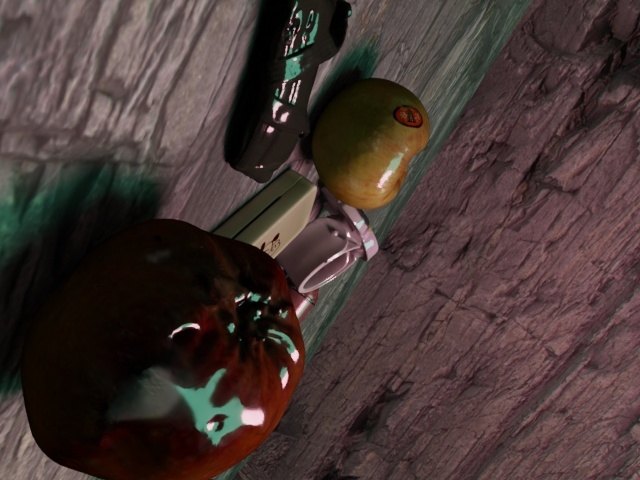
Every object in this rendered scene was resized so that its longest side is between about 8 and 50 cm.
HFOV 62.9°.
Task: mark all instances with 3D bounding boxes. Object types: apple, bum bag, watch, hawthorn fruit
[{"bbox_3d":[0.093,-0.186,1.007,0.261,0.194,0.261,-54,170,-14],"label":"apple"},{"bbox_3d":[-0.039,-0.211,0.714,0.142,0.080,0.326,-35,157,-49],"label":"bum bag"},{"bbox_3d":[0.000,0.000,1.269,0.231,0.196,0.244,-33,163,-6],"label":"watch"},{"bbox_3d":[-0.186,0.128,0.604,0.308,0.325,0.308,-8,90,-74],"label":"hawthorn fruit"}]

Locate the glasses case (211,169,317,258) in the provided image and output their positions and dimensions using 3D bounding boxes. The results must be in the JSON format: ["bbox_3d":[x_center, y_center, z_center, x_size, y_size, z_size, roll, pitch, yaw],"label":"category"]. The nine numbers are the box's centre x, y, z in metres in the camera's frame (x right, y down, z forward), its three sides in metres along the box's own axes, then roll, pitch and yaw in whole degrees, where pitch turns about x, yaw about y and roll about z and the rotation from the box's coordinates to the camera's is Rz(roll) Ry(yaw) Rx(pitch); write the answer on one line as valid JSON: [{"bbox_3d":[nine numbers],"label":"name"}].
[{"bbox_3d":[-0.125,0.002,0.945,0.313,0.070,0.131,-47,164,-38],"label":"glasses case"}]

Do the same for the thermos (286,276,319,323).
[{"bbox_3d":[-0.100,0.196,1.410,0.330,0.109,0.136,-52,174,-9],"label":"thermos"}]

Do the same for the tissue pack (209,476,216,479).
[{"bbox_3d":[-0.390,0.716,1.644,0.361,0.122,0.259,-49,163,-21],"label":"tissue pack"}]
